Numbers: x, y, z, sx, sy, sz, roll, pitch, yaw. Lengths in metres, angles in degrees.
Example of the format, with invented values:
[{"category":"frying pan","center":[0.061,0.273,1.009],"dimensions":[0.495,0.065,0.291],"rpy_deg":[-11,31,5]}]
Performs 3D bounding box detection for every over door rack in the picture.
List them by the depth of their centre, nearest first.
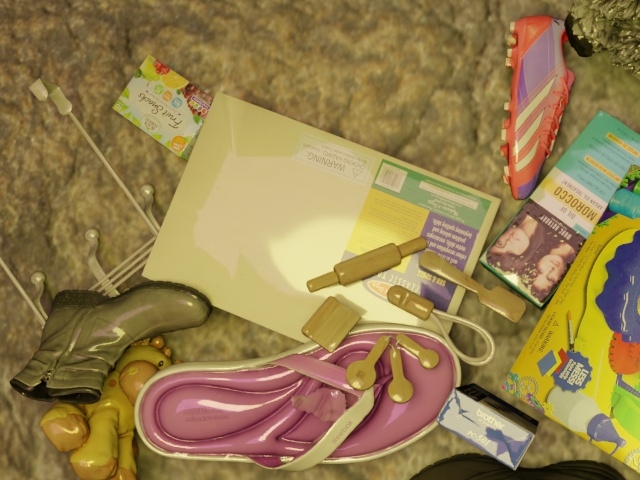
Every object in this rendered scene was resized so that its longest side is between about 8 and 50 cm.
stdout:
[{"category":"over door rack","center":[-0.373,-0.037,1.205],"dimensions":[0.239,0.108,0.324],"rpy_deg":[-38,95,7]}]

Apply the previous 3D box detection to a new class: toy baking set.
[{"category":"toy baking set","center":[0.108,0.089,1.017],"dimensions":[0.256,0.030,0.196],"rpy_deg":[-25,66,-11]}]

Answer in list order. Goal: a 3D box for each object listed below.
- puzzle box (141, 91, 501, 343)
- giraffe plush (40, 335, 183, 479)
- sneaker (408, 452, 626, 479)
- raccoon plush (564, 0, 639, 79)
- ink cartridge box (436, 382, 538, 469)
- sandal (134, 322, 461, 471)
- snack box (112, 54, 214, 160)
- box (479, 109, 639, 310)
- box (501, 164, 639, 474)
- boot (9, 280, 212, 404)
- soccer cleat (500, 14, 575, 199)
[{"category":"puzzle box","center":[0.000,0.000,1.104],"dimensions":[0.409,0.052,0.272],"rpy_deg":[22,87,7]},{"category":"giraffe plush","center":[-0.266,0.218,1.142],"dimensions":[0.170,0.181,0.210],"rpy_deg":[-34,39,-2]},{"category":"sneaker","center":[0.223,0.312,0.991],"dimensions":[0.286,0.130,0.109],"rpy_deg":[-10,81,15]},{"category":"raccoon plush","center":[0.461,-0.258,0.889],"dimensions":[0.216,0.446,0.299],"rpy_deg":[-37,71,-21]},{"category":"ink cartridge box","center":[0.200,0.211,0.971],"dimensions":[0.097,0.207,0.046],"rpy_deg":[30,90,17]},{"category":"sandal","center":[-0.031,0.210,1.020],"dimensions":[0.416,0.102,0.169],"rpy_deg":[-12,92,6]},{"category":"snack box","center":[-0.227,-0.198,1.241],"dimensions":[0.141,0.037,0.100],"rpy_deg":[35,93,17]},{"category":"box","center":[0.317,-0.037,1.055],"dimensions":[0.100,0.060,0.244],"rpy_deg":[39,92,17]},{"category":"box","center":[0.409,0.119,0.908],"dimensions":[0.279,0.177,0.290],"rpy_deg":[30,90,35]},{"category":"boot","center":[-0.266,0.142,1.073],"dimensions":[0.247,0.083,0.161],"rpy_deg":[-6,46,18]},{"category":"soccer cleat","center":[0.285,-0.174,1.079],"dimensions":[0.095,0.083,0.248],"rpy_deg":[3,79,11]}]
